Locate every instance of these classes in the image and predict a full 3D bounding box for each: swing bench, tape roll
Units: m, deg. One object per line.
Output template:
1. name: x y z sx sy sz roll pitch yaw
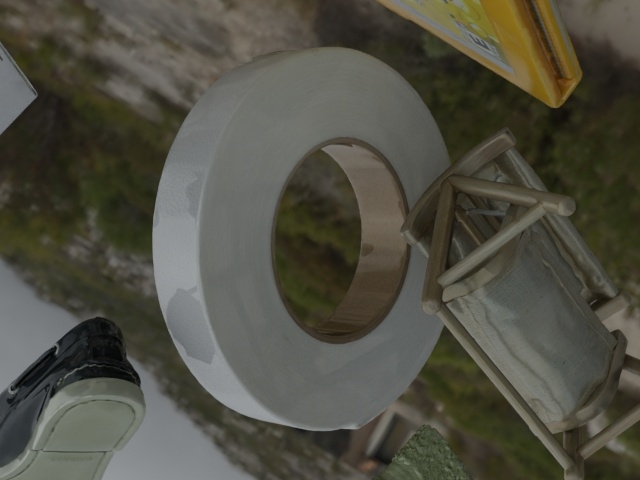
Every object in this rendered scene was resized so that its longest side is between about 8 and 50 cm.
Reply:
1. swing bench: 0.215 0.058 1.254 0.253 0.165 0.255 50 -172 -18
2. tape roll: 0.000 0.000 1.275 0.072 0.392 0.392 2 158 44

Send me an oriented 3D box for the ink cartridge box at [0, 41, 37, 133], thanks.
1. ink cartridge box: -0.355 -0.127 1.051 0.190 0.139 0.082 27 158 34

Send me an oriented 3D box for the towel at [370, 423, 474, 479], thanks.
1. towel: 0.092 0.230 0.987 0.027 0.110 0.148 -10 117 56

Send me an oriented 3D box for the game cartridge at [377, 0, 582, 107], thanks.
1. game cartridge: 0.076 -0.264 1.142 0.323 0.053 0.285 34 177 27

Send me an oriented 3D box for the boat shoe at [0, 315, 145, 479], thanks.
1. boat shoe: -0.277 0.185 1.237 0.127 0.340 0.113 8 -127 -28
